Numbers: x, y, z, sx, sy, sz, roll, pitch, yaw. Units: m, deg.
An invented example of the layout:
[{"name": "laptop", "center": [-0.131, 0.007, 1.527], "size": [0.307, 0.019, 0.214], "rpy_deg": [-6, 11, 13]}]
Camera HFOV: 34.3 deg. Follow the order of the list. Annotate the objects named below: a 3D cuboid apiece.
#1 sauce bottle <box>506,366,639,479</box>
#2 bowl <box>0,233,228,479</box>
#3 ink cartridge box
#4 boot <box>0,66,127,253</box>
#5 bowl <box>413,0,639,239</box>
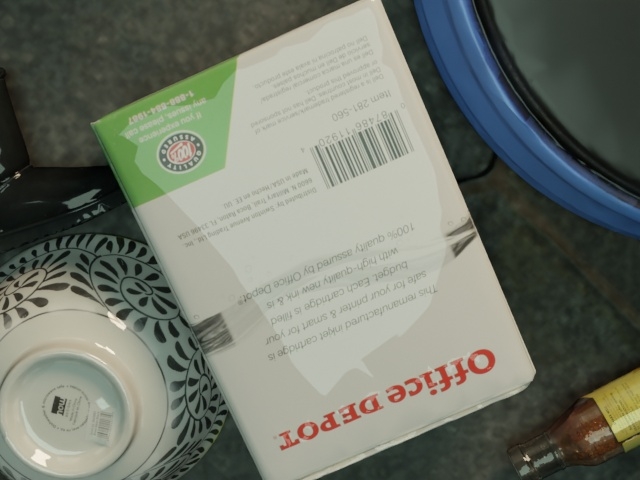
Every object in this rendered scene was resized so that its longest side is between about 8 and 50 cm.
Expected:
[{"name": "sauce bottle", "center": [0.172, 0.106, 0.615], "size": [0.128, 0.042, 0.042], "rpy_deg": [-27, 99, 4]}, {"name": "bowl", "center": [-0.137, 0.087, 0.592], "size": [0.170, 0.080, 0.170], "rpy_deg": [0, 101, 0]}, {"name": "ink cartridge box", "center": [0.000, 0.000, 0.569], "size": [0.160, 0.092, 0.219], "rpy_deg": [-23, 100, 4]}, {"name": "boot", "center": [-0.171, -0.049, 0.586], "size": [0.121, 0.045, 0.099], "rpy_deg": [-20, 97, 4]}, {"name": "bowl", "center": [0.240, -0.181, 0.546], "size": [0.391, 0.077, 0.391], "rpy_deg": [0, 100, -1]}]
